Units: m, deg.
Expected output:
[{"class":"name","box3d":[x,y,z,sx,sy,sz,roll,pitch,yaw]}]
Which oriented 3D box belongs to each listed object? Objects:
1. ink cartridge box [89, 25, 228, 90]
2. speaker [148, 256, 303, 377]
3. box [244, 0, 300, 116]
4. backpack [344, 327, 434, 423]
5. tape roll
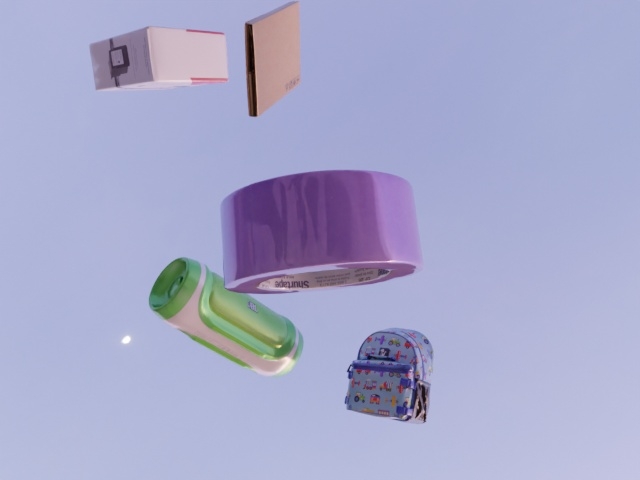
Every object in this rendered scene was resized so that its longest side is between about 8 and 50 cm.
[{"class":"ink cartridge box","box3d":[-0.206,-0.225,0.691,0.150,0.109,0.063,9,-72,43]},{"class":"speaker","box3d":[-0.168,0.151,1.024,0.131,0.131,0.296,-33,-52,24]},{"class":"box","box3d":[-0.084,-0.342,1.018,0.021,0.201,0.165,13,-53,17]},{"class":"backpack","box3d":[0.134,0.249,1.042,0.158,0.117,0.173,3,-106,35]},{"class":"tape roll","box3d":[0.000,0.000,0.525,0.188,0.189,0.080,-9,-102,22]}]
